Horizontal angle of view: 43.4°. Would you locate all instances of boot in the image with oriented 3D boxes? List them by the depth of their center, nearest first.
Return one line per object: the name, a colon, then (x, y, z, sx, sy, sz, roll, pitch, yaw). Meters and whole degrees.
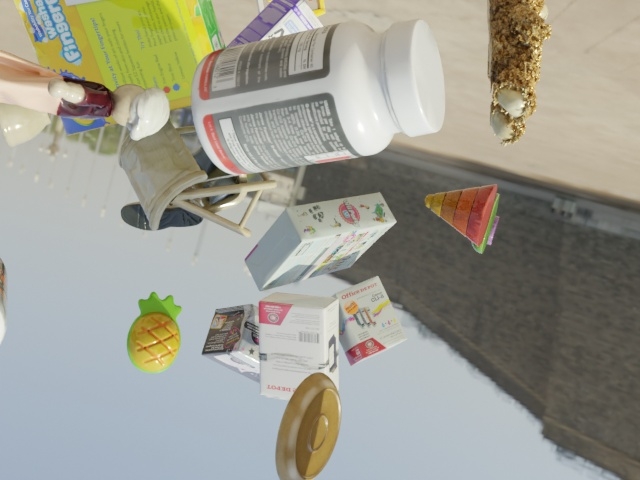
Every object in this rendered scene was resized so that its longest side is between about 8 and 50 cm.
boot: (-0.459, -0.105, 2.378, 0.237, 0.085, 0.178, -1, -152, -5)

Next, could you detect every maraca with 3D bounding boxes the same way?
maraca: (-0.380, 0.213, 1.858, 0.127, 0.185, 0.099, 15, 166, -30)

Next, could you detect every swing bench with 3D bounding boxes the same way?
swing bench: (-0.277, -0.149, 1.762, 0.255, 0.165, 0.253, 6, -145, -38)

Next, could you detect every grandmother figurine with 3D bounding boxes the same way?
grandmother figurine: (-0.403, -0.229, 1.249, 0.343, 0.104, 0.208, 8, -170, -24)

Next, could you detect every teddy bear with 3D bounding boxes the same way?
teddy bear: (0.368, -0.342, 1.488, 0.113, 0.337, 0.245, 1, 142, 7)

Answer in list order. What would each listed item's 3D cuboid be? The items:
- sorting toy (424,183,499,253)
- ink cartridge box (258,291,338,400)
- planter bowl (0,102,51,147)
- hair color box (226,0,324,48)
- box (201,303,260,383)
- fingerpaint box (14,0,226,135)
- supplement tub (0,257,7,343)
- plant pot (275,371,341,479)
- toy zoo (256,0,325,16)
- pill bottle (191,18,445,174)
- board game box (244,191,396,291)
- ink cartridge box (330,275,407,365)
sorting toy: (0.288, -0.051, 1.638, 0.126, 0.127, 0.365, 16, 179, 15)
ink cartridge box: (-0.051, 0.254, 1.918, 0.172, 0.237, 0.100, 4, -168, 21)
planter bowl: (-0.709, -0.314, 1.918, 0.109, 0.162, 0.162, -18, -166, -13)
hair color box: (-0.133, -0.419, 1.953, 0.185, 0.339, 0.110, 44, -178, -42)
box: (-0.161, 0.287, 2.147, 0.163, 0.142, 0.247, -12, 145, 45)
fingerpaint box: (-0.424, -0.488, 1.693, 0.371, 0.444, 0.163, -13, -156, 7)
supplement tub: (-0.769, 0.117, 1.713, 0.194, 0.193, 0.316, 13, -163, -26)
plant pot: (-0.015, 0.384, 1.619, 0.032, 0.236, 0.236, 9, -178, 29)
toy zoo: (-0.093, -0.715, 2.234, 0.192, 0.293, 0.030, -17, -156, -15)
pill bottle: (-0.002, -0.227, 1.273, 0.363, 0.210, 0.210, -6, 176, 23)
board game box: (0.000, 0.000, 1.931, 0.303, 0.224, 0.097, -11, -115, -41)
ink cartridge box: (0.108, 0.199, 1.995, 0.128, 0.176, 0.127, -21, 168, -18)
